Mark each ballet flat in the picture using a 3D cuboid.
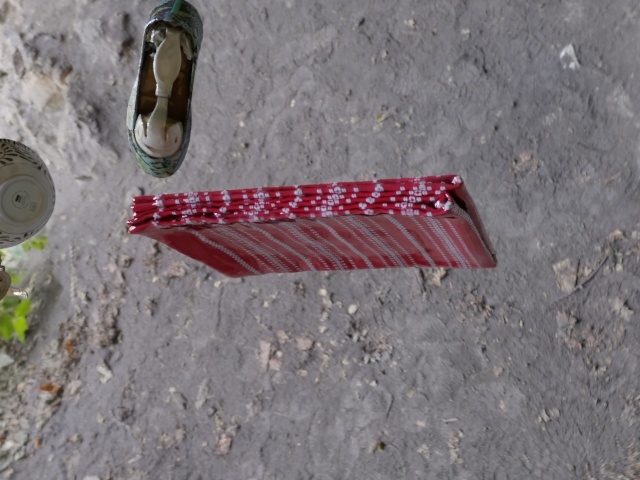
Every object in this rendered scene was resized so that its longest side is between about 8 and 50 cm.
[{"bbox_3d":[-0.157,-0.139,0.620,0.070,0.070,0.188,29,122,29],"label":"ballet flat"}]

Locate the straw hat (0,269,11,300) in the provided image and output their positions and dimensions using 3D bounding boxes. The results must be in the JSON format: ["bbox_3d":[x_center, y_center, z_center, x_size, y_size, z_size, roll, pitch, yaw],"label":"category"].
[{"bbox_3d":[-0.473,0.055,0.801,0.144,0.144,0.061,-36,76,6],"label":"straw hat"}]

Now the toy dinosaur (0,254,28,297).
[{"bbox_3d":[-0.510,0.070,0.965,0.183,0.053,0.093,-4,58,8],"label":"toy dinosaur"}]

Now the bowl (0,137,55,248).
[{"bbox_3d":[-0.458,-0.063,0.934,0.080,0.170,0.170,14,76,39],"label":"bowl"}]

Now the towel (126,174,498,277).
[{"bbox_3d":[0.000,0.000,0.542,0.274,0.199,0.031,-2,73,22],"label":"towel"}]
